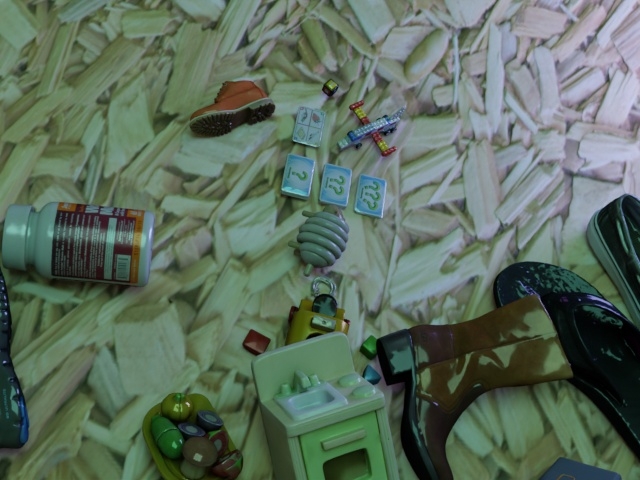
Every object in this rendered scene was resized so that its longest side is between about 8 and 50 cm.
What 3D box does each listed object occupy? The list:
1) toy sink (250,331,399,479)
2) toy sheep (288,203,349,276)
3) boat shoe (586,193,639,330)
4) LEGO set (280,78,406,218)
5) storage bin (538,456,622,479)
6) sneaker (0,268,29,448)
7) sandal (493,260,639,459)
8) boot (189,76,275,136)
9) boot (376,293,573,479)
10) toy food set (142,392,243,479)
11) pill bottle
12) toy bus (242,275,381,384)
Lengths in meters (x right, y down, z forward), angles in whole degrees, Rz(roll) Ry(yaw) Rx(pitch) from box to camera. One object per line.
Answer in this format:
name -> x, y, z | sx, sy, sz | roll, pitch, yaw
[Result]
toy sink -> 0.010, 0.270, 1.615 | 0.152, 0.131, 0.234 | -15, 105, -18
toy sheep -> 0.000, 0.000, 1.844 | 0.091, 0.091, 0.132 | 22, 75, 1
boat shoe -> 0.569, 0.071, 1.885 | 0.121, 0.119, 0.335 | -30, 73, -23
LEGO set -> 0.042, -0.172, 1.954 | 0.182, 0.060, 0.244 | 14, 61, -7
storage bin -> 0.384, 0.378, 1.692 | 0.135, 0.098, 0.091 | 9, 39, 40
sneaker -> -0.517, 0.144, 1.653 | 0.139, 0.125, 0.341 | -9, 64, -13
sandal -> 0.469, 0.184, 1.817 | 0.167, 0.107, 0.446 | -39, 75, -25
boot -> -0.165, -0.233, 1.950 | 0.158, 0.059, 0.085 | -20, 65, -28
boot -> 0.252, 0.237, 1.746 | 0.280, 0.096, 0.264 | -12, 67, -11
toy food set -> -0.173, 0.292, 1.634 | 0.128, 0.071, 0.218 | -7, 45, -32
pill bottle -> -0.372, 0.004, 1.752 | 0.221, 0.121, 0.121 | 6, 62, -7
toy bus -> -0.005, 0.151, 1.751 | 0.191, 0.104, 0.202 | -28, 72, -22
